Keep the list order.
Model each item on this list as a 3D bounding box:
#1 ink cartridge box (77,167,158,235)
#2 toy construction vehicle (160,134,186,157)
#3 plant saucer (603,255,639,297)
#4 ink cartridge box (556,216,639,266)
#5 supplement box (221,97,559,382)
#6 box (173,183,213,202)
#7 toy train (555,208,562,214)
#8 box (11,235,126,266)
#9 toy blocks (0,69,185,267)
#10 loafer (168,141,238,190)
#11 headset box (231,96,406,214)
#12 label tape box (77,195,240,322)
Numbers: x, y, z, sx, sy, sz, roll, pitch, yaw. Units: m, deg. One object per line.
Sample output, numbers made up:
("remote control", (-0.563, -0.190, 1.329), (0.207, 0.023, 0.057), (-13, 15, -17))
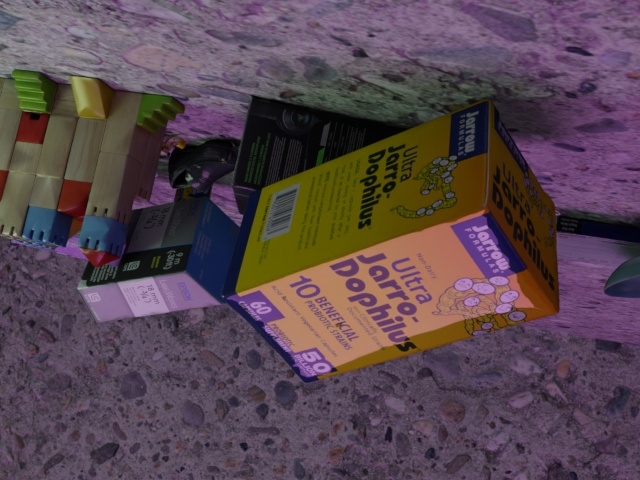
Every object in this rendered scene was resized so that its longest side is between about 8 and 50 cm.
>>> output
("ink cartridge box", (-0.408, -0.108, 1.672), (0.208, 0.087, 0.153), (-37, 146, 25))
("toy construction vehicle", (-0.284, -0.175, 1.612), (0.098, 0.035, 0.086), (-1, 155, 47))
("plant saucer", (0.627, 0.045, 1.576), (0.318, 0.043, 0.317), (-4, 167, -1))
("ink cartridge box", (0.517, 0.004, 1.668), (0.223, 0.045, 0.224), (9, 170, 12))
("supplement box", (0.088, 0.010, 1.180), (0.357, 0.195, 0.194), (-20, 128, 28))
("box", (-0.273, -0.096, 2.034), (0.059, 0.054, 0.169), (14, 172, -14))
("toy train", (0.320, -0.040, 1.638), (0.166, 0.046, 0.125), (12, 172, 0))
("box", (-0.485, -0.075, 1.876), (0.201, 0.057, 0.293), (15, -150, -21))
("toy blocks", (-0.406, -0.101, 1.462), (0.381, 0.260, 0.191), (9, 171, 18))
("loafer", (-0.196, -0.124, 1.649), (0.076, 0.078, 0.223), (17, 170, -35))
("headset box", (0.005, -0.093, 1.406), (0.283, 0.131, 0.246), (11, 172, 0))
("label tape box", (-0.279, 0.028, 1.883), (0.334, 0.240, 0.106), (-9, 127, 12))
